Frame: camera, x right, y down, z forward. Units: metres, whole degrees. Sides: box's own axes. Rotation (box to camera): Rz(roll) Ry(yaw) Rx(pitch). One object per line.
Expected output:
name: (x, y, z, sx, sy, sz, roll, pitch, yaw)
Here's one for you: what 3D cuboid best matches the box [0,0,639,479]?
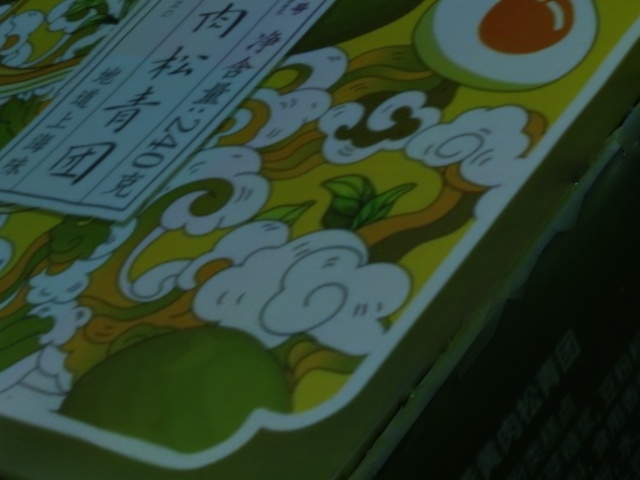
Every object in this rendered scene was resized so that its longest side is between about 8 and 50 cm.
box: (-0.008, -0.031, 0.585, 0.373, 0.138, 0.420, 9, 48, 43)
